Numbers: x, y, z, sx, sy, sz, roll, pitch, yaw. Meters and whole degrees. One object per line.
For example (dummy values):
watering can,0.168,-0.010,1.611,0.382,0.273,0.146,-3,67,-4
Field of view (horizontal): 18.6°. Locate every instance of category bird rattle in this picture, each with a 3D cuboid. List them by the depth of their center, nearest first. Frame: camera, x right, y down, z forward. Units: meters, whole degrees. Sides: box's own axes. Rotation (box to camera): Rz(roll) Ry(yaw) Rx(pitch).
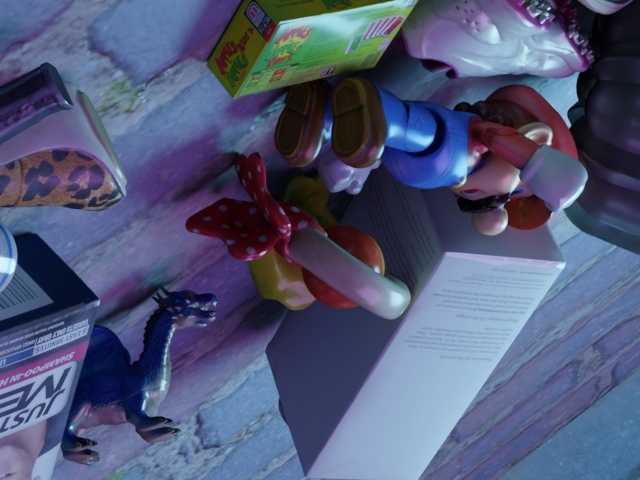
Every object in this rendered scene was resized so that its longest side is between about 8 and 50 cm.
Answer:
bird rattle,0.000,0.000,1.881,0.143,0.207,0.253,-56,170,-5

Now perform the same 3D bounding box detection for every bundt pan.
bundt pan,0.330,-0.144,2.046,0.331,0.124,0.331,13,90,-87

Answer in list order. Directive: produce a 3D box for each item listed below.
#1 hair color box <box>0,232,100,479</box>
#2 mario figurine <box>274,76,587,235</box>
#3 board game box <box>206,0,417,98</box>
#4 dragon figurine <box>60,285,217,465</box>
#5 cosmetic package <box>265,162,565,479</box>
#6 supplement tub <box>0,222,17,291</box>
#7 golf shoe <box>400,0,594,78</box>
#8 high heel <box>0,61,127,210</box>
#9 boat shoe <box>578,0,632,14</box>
hair color box,-0.322,0.173,1.729,0.174,0.105,0.347,-20,142,-41
mario figurine,0.118,-0.062,1.844,0.320,0.198,0.170,8,123,-38
board game box,-0.004,-0.182,1.685,0.181,0.043,0.092,-17,151,-45
dragon figurine,-0.227,0.139,1.934,0.289,0.144,0.085,-18,161,1
cosmetic package,0.089,0.074,2.094,0.155,0.197,0.365,5,135,-26
supplement tub,-0.298,0.011,1.562,0.071,0.071,0.107,-44,159,14
golf shoe,0.167,-0.206,1.867,0.140,0.115,0.306,-26,163,18
high heel,-0.256,-0.049,1.514,0.186,0.093,0.261,-26,163,2
boat shoe,0.269,-0.276,1.821,0.092,0.103,0.285,-21,171,29
